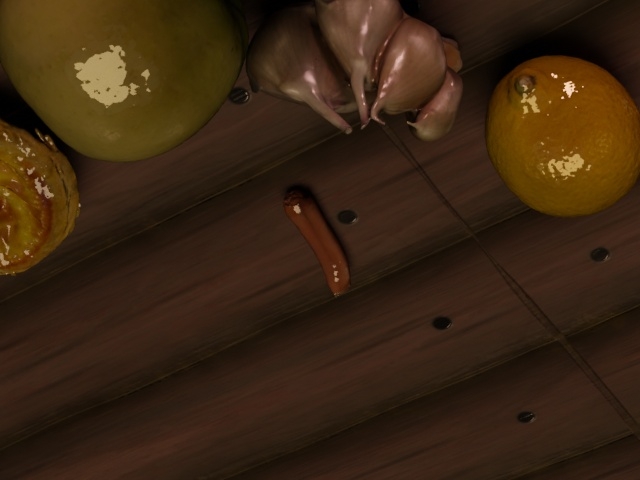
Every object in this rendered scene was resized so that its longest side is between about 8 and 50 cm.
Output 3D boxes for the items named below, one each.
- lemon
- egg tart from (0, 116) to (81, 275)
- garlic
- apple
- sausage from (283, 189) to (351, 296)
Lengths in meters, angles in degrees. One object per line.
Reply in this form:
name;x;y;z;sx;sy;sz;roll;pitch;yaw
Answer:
lemon;0.295;-0.126;2.000;0.187;0.187;0.244;-27;129;24
egg tart;-0.448;-0.072;2.100;0.295;0.116;0.294;0;132;0
garlic;0.046;-0.193;1.903;0.210;0.292;0.237;-39;83;20
apple;-0.219;-0.235;1.847;0.254;0.292;0.292;-27;129;13
sausage;-0.001;0.000;2.215;0.040;0.047;0.176;-15;131;18
